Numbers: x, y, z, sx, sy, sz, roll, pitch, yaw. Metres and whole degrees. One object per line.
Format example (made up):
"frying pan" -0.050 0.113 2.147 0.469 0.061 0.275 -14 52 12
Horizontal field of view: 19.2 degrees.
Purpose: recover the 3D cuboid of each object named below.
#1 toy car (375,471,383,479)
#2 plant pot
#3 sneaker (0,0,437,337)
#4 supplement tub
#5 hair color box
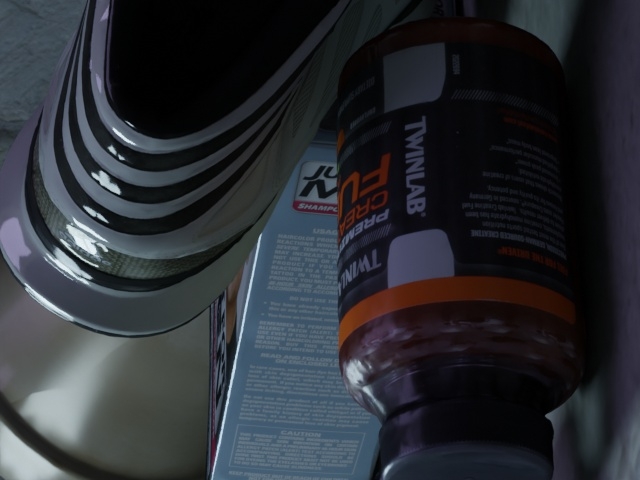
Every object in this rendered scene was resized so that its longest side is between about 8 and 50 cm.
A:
"toy car" 0.066 0.122 0.890 0.225 0.053 0.239 -107 21 -67
"plant pot" -0.133 0.039 1.612 0.280 0.323 0.323 127 150 -45
"sneaker" 0.008 -0.176 0.913 0.447 0.169 0.257 -64 6 -31
"supplement tub" 0.059 0.010 0.807 0.106 0.106 0.198 108 164 -60
"hair color box" 0.000 0.000 1.203 0.374 0.114 0.185 104 168 -49
